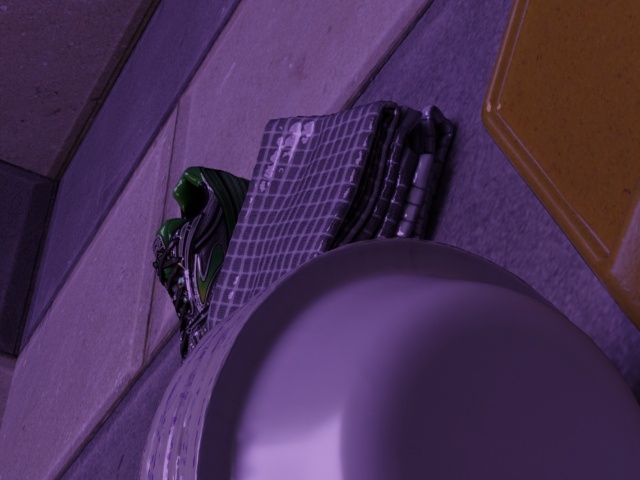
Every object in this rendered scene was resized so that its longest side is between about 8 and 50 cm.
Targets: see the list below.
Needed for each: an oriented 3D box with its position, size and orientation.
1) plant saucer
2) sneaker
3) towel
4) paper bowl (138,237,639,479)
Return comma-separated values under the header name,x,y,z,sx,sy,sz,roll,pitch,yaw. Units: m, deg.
name,x,y,z,sx,sy,sz,roll,pitch,yaw
plant saucer,0.195,-0.129,0.625,0.332,0.081,0.332,-109,29,-59
sneaker,-0.149,0.061,1.282,0.134,0.146,0.343,-43,33,46
towel,0.000,0.000,1.027,0.235,0.121,0.283,-6,64,65
paper bowl,0.061,0.134,0.542,0.148,0.284,0.284,-35,39,53
